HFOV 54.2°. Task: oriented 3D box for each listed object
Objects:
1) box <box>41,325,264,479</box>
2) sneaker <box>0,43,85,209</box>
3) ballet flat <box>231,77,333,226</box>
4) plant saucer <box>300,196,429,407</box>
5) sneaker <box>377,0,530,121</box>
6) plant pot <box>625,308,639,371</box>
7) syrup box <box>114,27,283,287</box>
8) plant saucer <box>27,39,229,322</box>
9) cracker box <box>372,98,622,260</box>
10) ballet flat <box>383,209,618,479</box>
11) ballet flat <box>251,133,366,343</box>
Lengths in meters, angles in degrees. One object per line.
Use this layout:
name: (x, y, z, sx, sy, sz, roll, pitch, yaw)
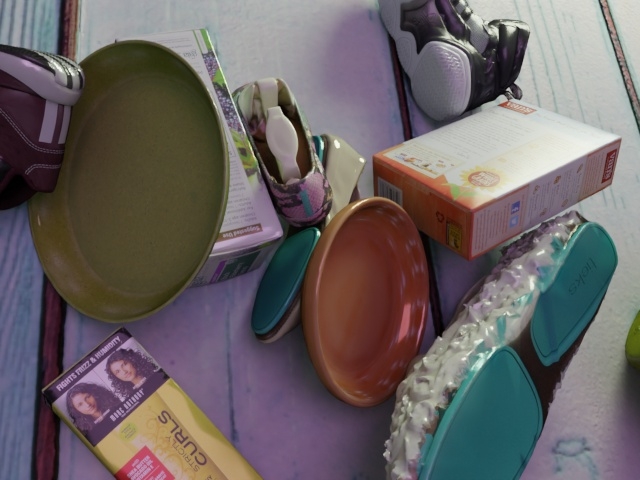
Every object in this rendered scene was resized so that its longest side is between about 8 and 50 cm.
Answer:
box: (-0.125, 0.188, 0.530, 0.232, 0.058, 0.087, 48, 62, 3)
sneaker: (-0.351, -0.103, 0.551, 0.281, 0.106, 0.163, 14, 103, 12)
ballet flat: (-0.044, -0.112, 0.630, 0.076, 0.079, 0.222, -18, 53, -7)
plant saucer: (0.043, 0.058, 0.607, 0.200, 0.037, 0.200, -4, 95, -52)
sneaker: (0.174, -0.286, 0.813, 0.153, 0.101, 0.269, -11, 79, -24)
plant pot: (0.543, 0.144, 0.650, 0.353, 0.366, 0.366, 38, 61, 11)
syrup box: (-0.128, -0.081, 0.620, 0.096, 0.093, 0.237, -16, 75, -25)
plant saucer: (-0.166, -0.050, 0.547, 0.037, 0.240, 0.241, 4, 61, -59)
cracker box: (0.196, -0.079, 0.705, 0.232, 0.067, 0.155, -25, 39, -24)
ballet flat: (0.167, 0.120, 0.622, 0.147, 0.147, 0.409, 47, 55, 3)
ballet flat: (0.000, 0.000, 0.647, 0.086, 0.086, 0.249, 20, 63, -11)
